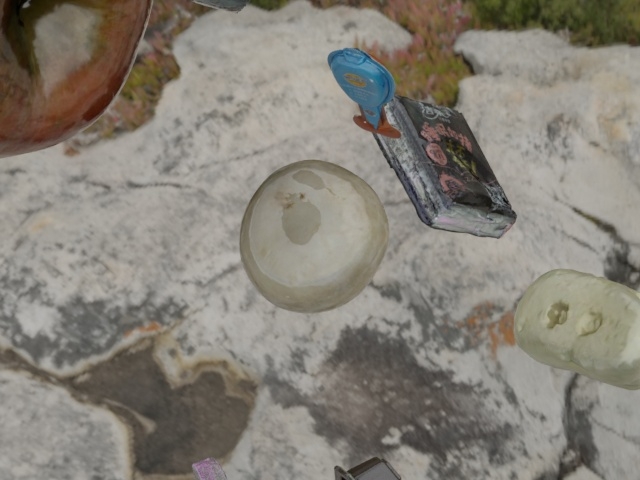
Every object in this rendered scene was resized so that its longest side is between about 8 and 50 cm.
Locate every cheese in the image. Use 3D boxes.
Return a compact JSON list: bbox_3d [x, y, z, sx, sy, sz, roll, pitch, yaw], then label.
[{"bbox_3d":[0.444,0.143,1.539,0.248,0.251,0.173,17,91,17],"label":"cheese"},{"bbox_3d":[0.071,-0.220,1.402,0.106,0.256,0.037,21,75,19],"label":"cheese"}]

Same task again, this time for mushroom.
[{"bbox_3d":[0.000,0.000,1.237,0.204,0.204,0.204,-9,60,16],"label":"mushroom"}]

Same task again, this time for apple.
[{"bbox_3d":[-0.319,-0.246,0.796,0.305,0.338,0.338,31,76,24],"label":"apple"}]

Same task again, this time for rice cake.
[{"bbox_3d":[-0.139,0.405,1.341,0.036,0.047,0.206,-57,42,34],"label":"rice cake"}]

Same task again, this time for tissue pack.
[{"bbox_3d":[0.270,-0.156,2.026,0.123,0.245,0.332,-48,50,34],"label":"tissue pack"}]

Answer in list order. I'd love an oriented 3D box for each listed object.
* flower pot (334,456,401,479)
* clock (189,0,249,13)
[{"bbox_3d":[0.133,0.482,1.623,0.084,0.179,0.251,-35,63,-18],"label":"flower pot"},{"bbox_3d":[-0.081,-0.432,1.152,0.061,0.312,0.312,19,63,-18],"label":"clock"}]
